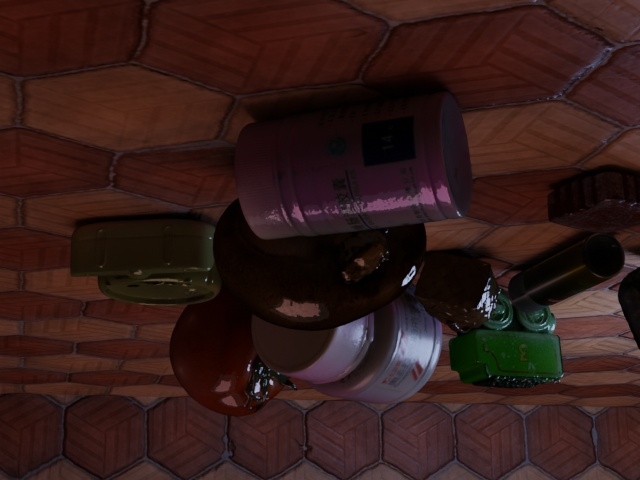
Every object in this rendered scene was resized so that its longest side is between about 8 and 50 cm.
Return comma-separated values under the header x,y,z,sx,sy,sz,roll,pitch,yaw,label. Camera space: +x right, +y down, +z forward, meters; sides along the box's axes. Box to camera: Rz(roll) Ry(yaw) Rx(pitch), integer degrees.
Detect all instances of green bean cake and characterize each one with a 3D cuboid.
x,y,z,sx,sy,sz,roll,pitch,yaw,label
0.412,-0.056,1.713,0.135,0.056,0.136,9,162,-34,green bean cake

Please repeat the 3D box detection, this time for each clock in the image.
x,y,z,sx,sy,sz,roll,pitch,yaw,label
-0.262,0.045,1.968,0.235,0.096,0.308,-4,165,9,clock

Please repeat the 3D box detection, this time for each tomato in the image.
x,y,z,sx,sy,sz,roll,pitch,yaw,label
-0.161,0.205,2.256,0.224,0.255,0.256,22,-179,38,tomato

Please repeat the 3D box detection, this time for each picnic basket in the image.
x,y,z,sx,sy,sz,roll,pitch,yaw,label
0.249,0.095,2.113,0.138,0.128,0.178,13,169,23,picnic basket

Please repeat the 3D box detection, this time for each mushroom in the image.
x,y,z,sx,sy,sz,roll,pitch,yaw,label
0.004,0.014,1.583,0.297,0.163,0.278,-17,-154,-26,mushroom

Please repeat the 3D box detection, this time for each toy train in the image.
x,y,z,sx,sy,sz,roll,pitch,yaw,label
0.366,0.200,2.375,0.243,0.188,0.132,7,160,-26,toy train

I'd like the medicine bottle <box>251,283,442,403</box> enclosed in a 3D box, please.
x,y,z,sx,sy,sz,roll,pitch,yaw,label
0.047,0.163,2.131,0.241,0.241,0.302,-13,160,38,medicine bottle

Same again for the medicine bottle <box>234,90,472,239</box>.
x,y,z,sx,sy,sz,roll,pitch,yaw,label
0.040,-0.086,1.415,0.254,0.152,0.152,-8,163,20,medicine bottle

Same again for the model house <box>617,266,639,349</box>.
x,y,z,sx,sy,sz,roll,pitch,yaw,label
0.697,0.107,1.992,0.190,0.271,0.301,-6,156,-46,model house

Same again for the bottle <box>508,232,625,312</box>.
x,y,z,sx,sy,sz,roll,pitch,yaw,label
0.423,0.061,2.079,0.082,0.082,0.286,4,164,-17,bottle
